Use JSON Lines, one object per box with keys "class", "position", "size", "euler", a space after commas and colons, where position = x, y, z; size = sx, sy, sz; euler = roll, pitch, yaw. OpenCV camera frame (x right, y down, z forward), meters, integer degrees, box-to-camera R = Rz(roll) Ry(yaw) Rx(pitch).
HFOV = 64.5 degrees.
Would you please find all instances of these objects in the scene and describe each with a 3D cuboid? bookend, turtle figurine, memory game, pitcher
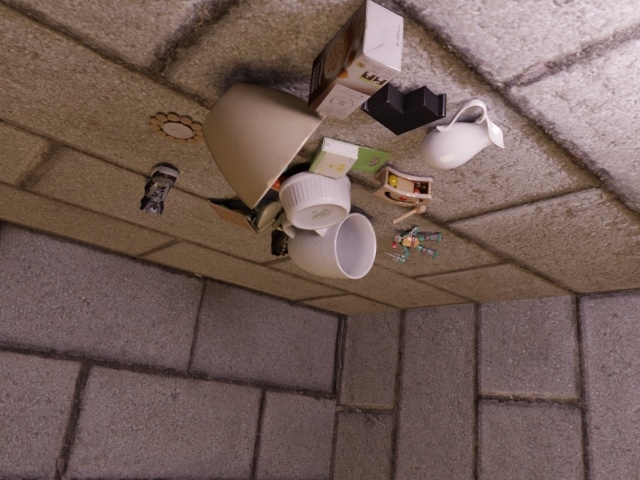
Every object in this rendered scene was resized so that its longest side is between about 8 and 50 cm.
{"class": "bookend", "position": [0.215, -0.357, 1.310], "size": [0.157, 0.072, 0.156], "euler": [23, 155, -39]}
{"class": "turtle figurine", "position": [0.412, 0.008, 2.276], "size": [0.234, 0.118, 0.175], "euler": [7, 121, -6]}
{"class": "memory game", "position": [-0.458, -0.358, 1.634], "size": [0.186, 0.012, 0.186], "euler": [5, 161, 2]}
{"class": "pitcher", "position": [0.379, -0.292, 1.409], "size": [0.207, 0.125, 0.177], "euler": [-18, 131, 30]}

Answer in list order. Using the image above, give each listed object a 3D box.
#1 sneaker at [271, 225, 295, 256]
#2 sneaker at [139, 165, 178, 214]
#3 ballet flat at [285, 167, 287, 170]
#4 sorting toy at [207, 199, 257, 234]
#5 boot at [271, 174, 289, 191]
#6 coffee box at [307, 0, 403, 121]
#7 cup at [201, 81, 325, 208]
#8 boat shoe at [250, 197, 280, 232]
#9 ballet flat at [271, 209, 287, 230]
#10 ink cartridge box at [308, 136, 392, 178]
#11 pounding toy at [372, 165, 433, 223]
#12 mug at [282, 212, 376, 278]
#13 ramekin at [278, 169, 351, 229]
{"class": "sneaker", "position": [-0.162, 0.001, 2.419], "size": [0.109, 0.130, 0.286], "euler": [15, 159, -18]}
{"class": "sneaker", "position": [-0.632, -0.185, 1.985], "size": [0.101, 0.153, 0.269], "euler": [16, 159, -27]}
{"class": "ballet flat", "position": [-0.195, -0.280, 1.707], "size": [0.070, 0.070, 0.188], "euler": [-9, 152, 39]}
{"class": "sorting toy", "position": [-0.382, -0.108, 2.241], "size": [0.208, 0.038, 0.193], "euler": [24, 166, 17]}
{"class": "boot", "position": [-0.160, -0.224, 1.866], "size": [0.158, 0.059, 0.084], "euler": [8, 157, -1]}
{"class": "coffee box", "position": [0.073, -0.394, 1.145], "size": [0.098, 0.141, 0.246], "euler": [15, 159, -25]}
{"class": "cup", "position": [-0.175, -0.283, 1.366], "size": [0.237, 0.331, 0.331], "euler": [38, 155, -7]}
{"class": "boat shoe", "position": [-0.247, -0.115, 2.124], "size": [0.099, 0.116, 0.319], "euler": [46, 164, 4]}
{"class": "ballet flat", "position": [-0.166, -0.076, 2.260], "size": [0.072, 0.068, 0.213], "euler": [-25, 172, -24]}
{"class": "ink cartridge box", "position": [0.096, -0.258, 1.680], "size": [0.235, 0.056, 0.171], "euler": [13, 161, -12]}
{"class": "pounding toy", "position": [0.303, -0.146, 1.780], "size": [0.270, 0.154, 0.154], "euler": [18, 161, -37]}
{"class": "mug", "position": [0.000, 0.000, 2.162], "size": [0.328, 0.276, 0.374], "euler": [0, 152, 42]}
{"class": "ramekin", "position": [-0.013, -0.140, 1.853], "size": [0.273, 0.127, 0.273], "euler": [-7, 157, -3]}
